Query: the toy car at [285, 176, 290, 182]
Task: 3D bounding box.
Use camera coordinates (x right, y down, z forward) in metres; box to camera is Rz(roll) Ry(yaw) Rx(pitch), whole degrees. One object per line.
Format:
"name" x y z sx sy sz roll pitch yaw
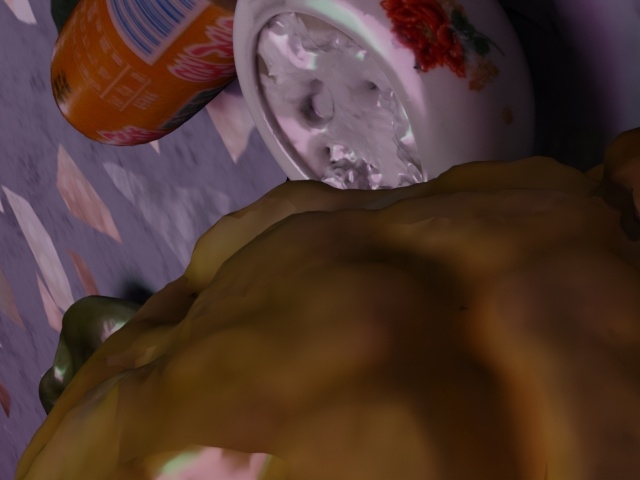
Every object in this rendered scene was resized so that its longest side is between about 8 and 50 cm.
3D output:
"toy car" 0.000 0.000 0.921 0.069 0.055 0.142 58 155 20

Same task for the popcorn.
"popcorn" 0.078 0.164 0.549 0.390 0.354 0.344 17 151 -4

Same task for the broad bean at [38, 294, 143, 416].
"broad bean" -0.152 0.118 1.338 0.153 0.072 0.206 56 156 0

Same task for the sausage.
"sausage" -0.082 -0.112 0.926 0.093 0.093 0.312 63 157 1

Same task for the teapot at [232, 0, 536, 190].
"teapot" 0.022 -0.073 0.733 0.226 0.092 0.145 55 145 0
